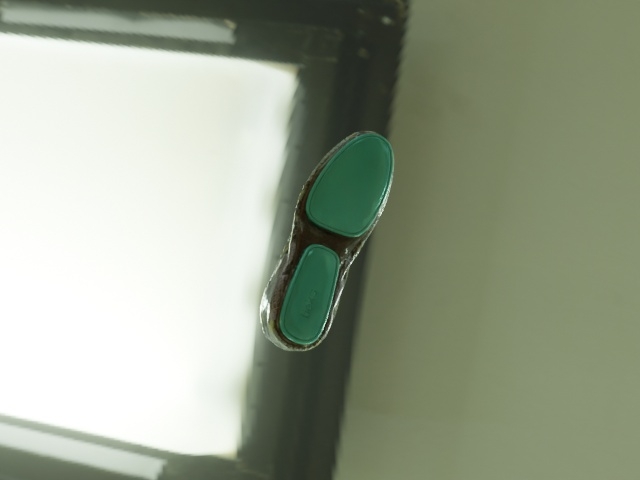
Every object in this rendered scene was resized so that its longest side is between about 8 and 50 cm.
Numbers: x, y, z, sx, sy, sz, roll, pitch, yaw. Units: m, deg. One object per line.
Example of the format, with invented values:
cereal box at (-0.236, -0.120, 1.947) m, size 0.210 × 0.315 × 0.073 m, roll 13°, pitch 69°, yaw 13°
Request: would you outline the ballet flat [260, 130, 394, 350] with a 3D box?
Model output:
ballet flat at (0.000, 0.000, 0.821) m, size 0.041 × 0.041 × 0.114 m, roll 16°, pitch -107°, yaw 23°
